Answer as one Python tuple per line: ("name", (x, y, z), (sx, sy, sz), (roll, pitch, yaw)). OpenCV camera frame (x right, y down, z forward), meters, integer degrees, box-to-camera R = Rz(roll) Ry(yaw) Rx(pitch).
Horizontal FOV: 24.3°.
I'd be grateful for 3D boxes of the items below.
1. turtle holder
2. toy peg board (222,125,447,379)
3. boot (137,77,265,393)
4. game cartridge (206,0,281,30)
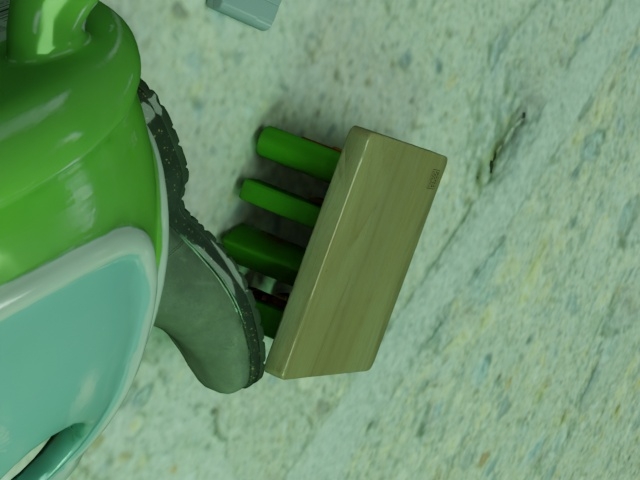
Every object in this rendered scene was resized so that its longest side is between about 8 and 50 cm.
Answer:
("turtle holder", (-0.195, 0.023, 0.570), (0.320, 0.243, 0.227), (-59, 146, -56))
("toy peg board", (0.000, 0.000, 0.980), (0.161, 0.079, 0.161), (6, 105, -68))
("boot", (-0.135, 0.029, 0.827), (0.161, 0.083, 0.246), (-39, 132, -19))
("game cartridge", (-0.037, -0.170, 0.876), (0.056, 0.017, 0.083), (15, 97, -49))
